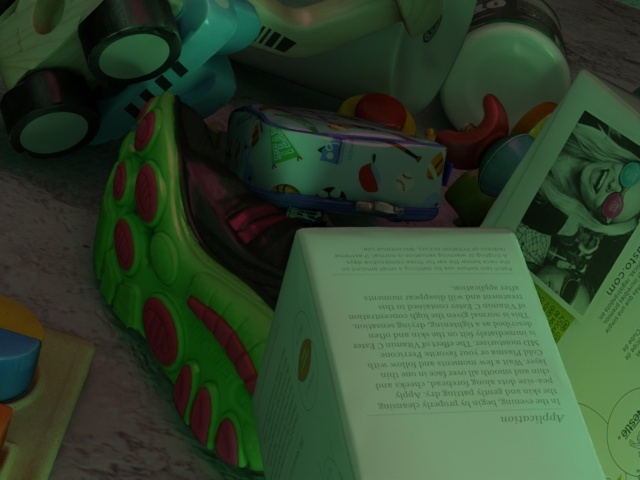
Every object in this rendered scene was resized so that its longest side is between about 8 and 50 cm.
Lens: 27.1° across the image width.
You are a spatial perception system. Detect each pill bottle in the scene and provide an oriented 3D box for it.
[{"bbox_3d":[0.299,-0.303,2.180,0.204,0.204,0.361,19,25,-2],"label":"pill bottle"}]

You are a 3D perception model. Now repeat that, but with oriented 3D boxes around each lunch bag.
[{"bbox_3d":[0.018,-0.091,1.561,0.243,0.115,0.303,7,10,-14],"label":"lunch bag"}]

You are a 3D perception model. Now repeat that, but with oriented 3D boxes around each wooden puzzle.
[{"bbox_3d":[-0.356,0.104,1.033,0.322,0.080,0.348,18,25,-6],"label":"wooden puzzle"}]

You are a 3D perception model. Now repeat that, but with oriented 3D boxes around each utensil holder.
[{"bbox_3d":[0.002,-0.376,1.921,0.386,0.327,0.327,24,25,19],"label":"utensil holder"}]

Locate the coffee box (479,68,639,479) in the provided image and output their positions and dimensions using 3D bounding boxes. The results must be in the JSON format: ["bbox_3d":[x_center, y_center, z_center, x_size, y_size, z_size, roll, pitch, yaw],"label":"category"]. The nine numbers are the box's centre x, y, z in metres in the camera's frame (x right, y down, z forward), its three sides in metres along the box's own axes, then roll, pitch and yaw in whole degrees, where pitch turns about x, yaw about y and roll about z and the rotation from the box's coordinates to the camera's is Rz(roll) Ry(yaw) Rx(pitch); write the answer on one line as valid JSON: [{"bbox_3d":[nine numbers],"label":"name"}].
[{"bbox_3d":[0.328,0.118,1.145,0.338,0.338,0.334,18,23,-36],"label":"coffee box"}]

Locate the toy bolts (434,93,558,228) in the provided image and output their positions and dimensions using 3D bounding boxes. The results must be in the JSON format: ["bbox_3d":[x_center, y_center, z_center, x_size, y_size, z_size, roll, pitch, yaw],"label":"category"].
[{"bbox_3d":[0.259,-0.073,1.615,0.158,0.218,0.228,47,-3,29],"label":"toy bolts"}]

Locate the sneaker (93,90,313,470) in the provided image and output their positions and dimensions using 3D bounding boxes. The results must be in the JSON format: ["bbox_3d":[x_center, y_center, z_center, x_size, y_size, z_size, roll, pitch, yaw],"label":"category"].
[{"bbox_3d":[-0.082,0.038,1.292,0.202,0.185,0.482,9,37,-38],"label":"sneaker"}]

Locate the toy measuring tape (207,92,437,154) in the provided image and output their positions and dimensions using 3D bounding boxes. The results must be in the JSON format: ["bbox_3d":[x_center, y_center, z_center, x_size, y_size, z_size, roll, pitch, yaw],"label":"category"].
[{"bbox_3d":[0.009,-0.147,1.771,0.330,0.121,0.121,6,28,-11],"label":"toy measuring tape"}]

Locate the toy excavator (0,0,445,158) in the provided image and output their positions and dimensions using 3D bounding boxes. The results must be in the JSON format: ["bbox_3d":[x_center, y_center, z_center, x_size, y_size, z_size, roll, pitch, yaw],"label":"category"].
[{"bbox_3d":[-0.125,-0.264,1.606,0.445,0.433,0.222,14,47,-50],"label":"toy excavator"}]

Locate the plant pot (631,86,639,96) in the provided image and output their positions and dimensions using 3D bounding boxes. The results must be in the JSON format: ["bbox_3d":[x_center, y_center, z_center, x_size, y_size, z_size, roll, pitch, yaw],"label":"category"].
[{"bbox_3d":[0.554,-0.053,1.769,0.341,0.341,0.334,3,23,-32],"label":"plant pot"}]

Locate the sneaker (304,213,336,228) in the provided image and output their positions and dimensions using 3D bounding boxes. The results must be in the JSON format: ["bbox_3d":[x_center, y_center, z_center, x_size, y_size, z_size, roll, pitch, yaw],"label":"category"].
[{"bbox_3d":[0.000,0.000,1.551,0.057,0.047,0.119,-7,29,-34],"label":"sneaker"}]

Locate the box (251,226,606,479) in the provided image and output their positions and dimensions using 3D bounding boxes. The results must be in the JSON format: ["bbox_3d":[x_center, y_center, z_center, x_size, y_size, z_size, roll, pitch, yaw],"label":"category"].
[{"bbox_3d":[0.072,0.186,0.902,0.168,0.215,0.345,0,48,-15],"label":"box"}]
